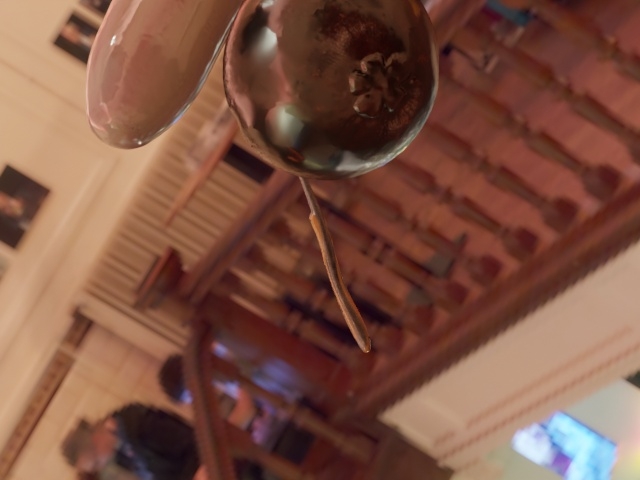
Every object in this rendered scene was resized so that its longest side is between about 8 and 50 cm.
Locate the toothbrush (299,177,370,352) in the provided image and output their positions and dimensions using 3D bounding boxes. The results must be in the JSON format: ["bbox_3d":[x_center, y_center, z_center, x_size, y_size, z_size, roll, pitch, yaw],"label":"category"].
[{"bbox_3d":[0.003,-0.001,2.004,0.031,0.321,0.023,-23,-10,-9],"label":"toothbrush"}]

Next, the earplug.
[{"bbox_3d":[-0.182,-0.226,1.742,0.172,0.172,0.301,-44,22,53],"label":"earplug"}]

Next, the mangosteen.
[{"bbox_3d":[-0.003,-0.179,1.541,0.228,0.228,0.265,-59,32,-3],"label":"mangosteen"}]
